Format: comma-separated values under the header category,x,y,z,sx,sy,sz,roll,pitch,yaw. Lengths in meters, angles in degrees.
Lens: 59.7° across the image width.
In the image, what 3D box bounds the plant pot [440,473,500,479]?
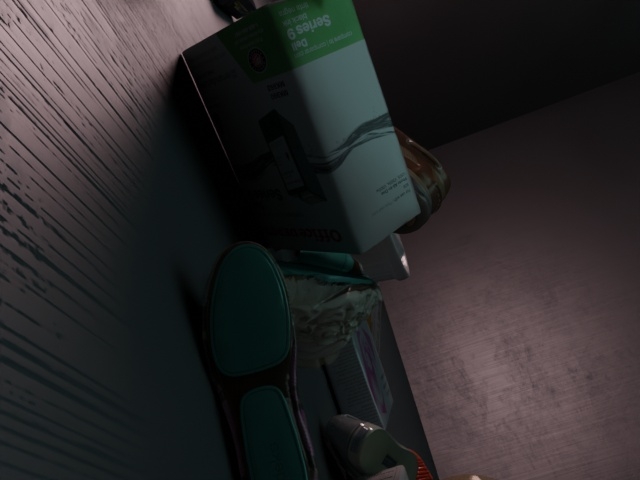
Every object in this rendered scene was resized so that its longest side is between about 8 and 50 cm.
category,x,y,z,sx,sy,sz,roll,pitch,yaw
plant pot,0.312,0.666,1.105,0.257,0.256,0.274,68,23,-15

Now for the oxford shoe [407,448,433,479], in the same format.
category,x,y,z,sx,sy,sz,roll,pitch,yaw
oxford shoe,0.171,0.520,1.004,0.098,0.096,0.272,97,-16,-59

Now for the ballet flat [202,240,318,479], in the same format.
category,x,y,z,sx,sy,sz,roll,pitch,yaw
ballet flat,-0.051,0.114,0.464,0.079,0.076,0.222,120,-43,-75

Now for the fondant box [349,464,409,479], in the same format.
category,x,y,z,sx,sy,sz,roll,pitch,yaw
fondant box,0.067,0.373,0.517,0.330,0.096,0.239,40,31,-74

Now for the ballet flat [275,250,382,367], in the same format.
category,x,y,z,sx,sy,sz,roll,pitch,yaw
ballet flat,0.001,0.084,0.688,0.409,0.146,0.147,-12,82,-83

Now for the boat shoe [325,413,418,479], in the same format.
category,x,y,z,sx,sy,sz,roll,pitch,yaw
boat shoe,0.073,0.304,0.785,0.081,0.079,0.228,19,-27,40

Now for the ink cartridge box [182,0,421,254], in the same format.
category,x,y,z,sx,sy,sz,roll,pitch,yaw
ink cartridge box,-0.023,-0.135,0.697,0.211,0.121,0.289,3,-60,53

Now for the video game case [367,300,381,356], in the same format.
category,x,y,z,sx,sy,sz,roll,pitch,yaw
video game case,0.108,0.178,1.374,0.285,0.025,0.204,60,31,-56

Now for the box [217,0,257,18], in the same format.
category,x,y,z,sx,sy,sz,roll,pitch,yaw
box,-0.211,-0.588,1.142,0.183,0.059,0.233,-80,148,-75

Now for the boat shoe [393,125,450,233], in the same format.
category,x,y,z,sx,sy,sz,roll,pitch,yaw
boat shoe,0.051,-0.140,0.820,0.324,0.116,0.123,44,-36,17

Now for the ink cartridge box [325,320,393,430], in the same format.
category,x,y,z,sx,sy,sz,roll,pitch,yaw
ink cartridge box,0.078,0.256,1.023,0.324,0.071,0.330,36,34,-78

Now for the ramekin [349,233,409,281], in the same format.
category,x,y,z,sx,sy,sz,roll,pitch,yaw
ramekin,0.070,-0.037,1.075,0.273,0.127,0.273,-20,90,-80
